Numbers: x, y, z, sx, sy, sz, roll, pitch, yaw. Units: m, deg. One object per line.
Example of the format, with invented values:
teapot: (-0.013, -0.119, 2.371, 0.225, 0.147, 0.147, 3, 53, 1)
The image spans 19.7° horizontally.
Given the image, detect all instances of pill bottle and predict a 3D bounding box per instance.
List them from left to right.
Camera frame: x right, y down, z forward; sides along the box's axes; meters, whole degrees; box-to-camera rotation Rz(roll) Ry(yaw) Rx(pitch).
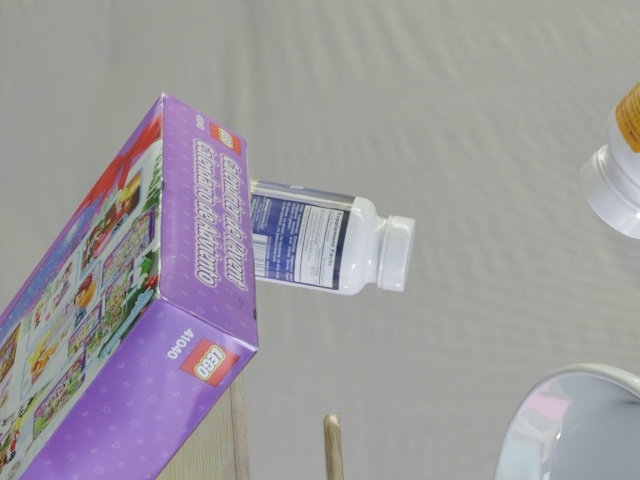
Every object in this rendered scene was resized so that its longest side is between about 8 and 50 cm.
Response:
pill bottle: (0.000, 0.000, 1.722, 0.094, 0.169, 0.094, 10, 90, -84)
pill bottle: (0.368, -0.117, 1.814, 0.245, 0.136, 0.136, -50, -135, 33)

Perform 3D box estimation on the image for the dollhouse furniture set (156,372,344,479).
dollhouse furniture set: (-0.092, 0.127, 1.199, 0.242, 0.212, 0.161, 89, -4, -71)

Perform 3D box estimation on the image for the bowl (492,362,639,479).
bowl: (0.196, 0.190, 0.833, 0.298, 0.134, 0.298, 171, -90, -71)

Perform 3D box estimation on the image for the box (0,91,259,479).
box: (-0.135, 0.090, 0.916, 0.293, 0.057, 0.201, -51, -158, 23)
